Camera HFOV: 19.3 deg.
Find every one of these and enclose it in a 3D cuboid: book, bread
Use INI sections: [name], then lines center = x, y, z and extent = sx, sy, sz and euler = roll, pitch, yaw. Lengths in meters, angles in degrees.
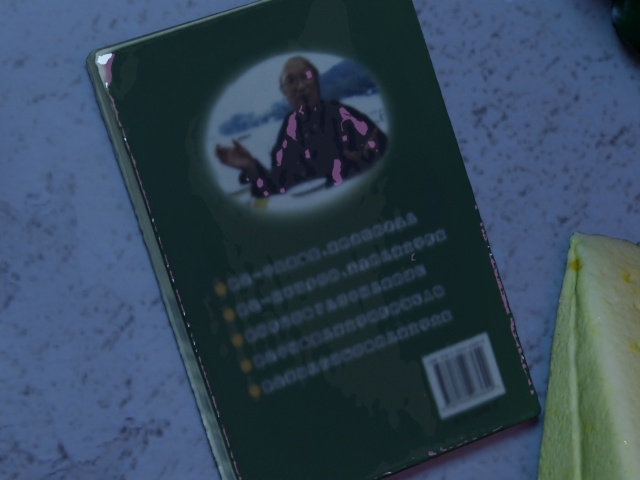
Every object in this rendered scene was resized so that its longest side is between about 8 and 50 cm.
[book]
center = 0.000, 0.000, 1.406
extent = 0.260, 0.043, 0.371
euler = -19, 95, -21
[bread]
center = 0.272, 0.126, 1.420
extent = 0.168, 0.163, 0.264
euler = 9, 84, -25

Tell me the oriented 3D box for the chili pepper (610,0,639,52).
[chili pepper]
center = 0.306, -0.254, 1.414
extent = 0.248, 0.257, 0.233
euler = 41, 88, -14
